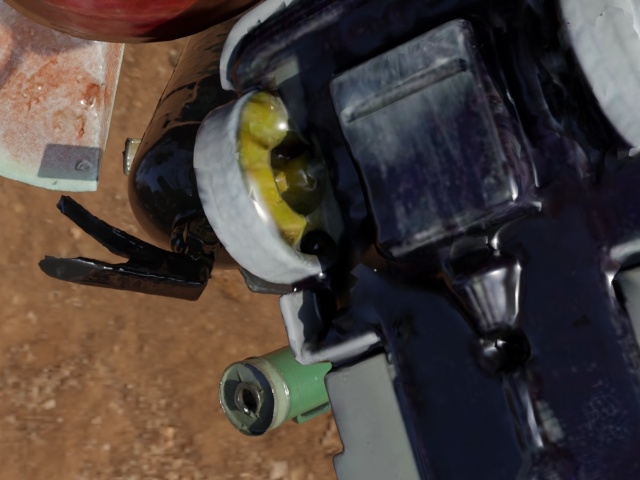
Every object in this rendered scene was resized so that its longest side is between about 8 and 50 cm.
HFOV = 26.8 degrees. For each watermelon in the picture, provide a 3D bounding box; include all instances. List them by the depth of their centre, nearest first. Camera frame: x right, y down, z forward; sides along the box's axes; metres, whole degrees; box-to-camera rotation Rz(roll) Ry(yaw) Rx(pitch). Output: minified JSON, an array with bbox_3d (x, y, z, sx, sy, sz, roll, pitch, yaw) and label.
[{"bbox_3d":[-0.315,-0.201,1.539,0.213,0.201,0.261,7,73,-18],"label":"watermelon"}]

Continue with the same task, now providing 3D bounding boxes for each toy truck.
[{"bbox_3d":[0.094,0.090,0.381,0.146,0.175,0.367,-20,80,29],"label":"toy truck"}]

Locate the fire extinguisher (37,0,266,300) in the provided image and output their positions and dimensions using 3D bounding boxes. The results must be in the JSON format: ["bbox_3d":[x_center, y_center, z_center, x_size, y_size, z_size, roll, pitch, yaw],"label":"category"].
[{"bbox_3d":[-0.040,-0.065,0.581,0.089,0.267,0.072,25,133,-10],"label":"fire extinguisher"}]

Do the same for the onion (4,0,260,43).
[{"bbox_3d":[-0.050,-0.191,0.459,0.190,0.246,0.246,-1,80,-20],"label":"onion"}]

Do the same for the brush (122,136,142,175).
[{"bbox_3d":[-0.104,-0.080,1.447,0.036,0.248,0.043,16,100,54],"label":"brush"}]

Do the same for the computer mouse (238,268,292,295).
[{"bbox_3d":[0.000,0.000,1.071,0.057,0.172,0.099,-36,41,56],"label":"computer mouse"}]

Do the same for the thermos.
[{"bbox_3d":[-0.008,0.135,1.320,0.073,0.188,0.083,-18,89,43],"label":"thermos"}]
